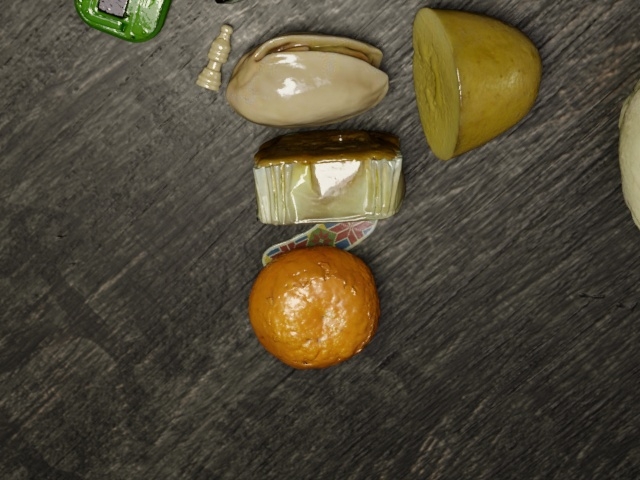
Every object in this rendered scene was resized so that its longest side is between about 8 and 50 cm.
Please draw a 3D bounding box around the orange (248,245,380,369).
[{"bbox_3d":[-0.009,0.094,1.529,0.193,0.161,0.193,-4,115,-9],"label":"orange"}]

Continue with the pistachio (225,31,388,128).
[{"bbox_3d":[-0.020,-0.219,1.441,0.223,0.126,0.152,-11,142,0],"label":"pistachio"}]

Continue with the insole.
[{"bbox_3d":[0.000,0.000,1.576,0.193,0.006,0.065,-25,107,9],"label":"insole"}]

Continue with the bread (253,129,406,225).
[{"bbox_3d":[0.012,-0.093,1.444,0.210,0.192,0.109,-3,107,3],"label":"bread"}]

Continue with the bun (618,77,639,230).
[{"bbox_3d":[0.552,-0.134,1.404,0.365,0.219,0.365,-6,115,-13],"label":"bun"}]

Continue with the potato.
[{"bbox_3d":[0.221,-0.218,1.422,0.158,0.178,0.203,-7,85,-12],"label":"potato"}]

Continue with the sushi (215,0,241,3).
[{"bbox_3d":[-0.005,-0.428,1.326,0.350,0.211,0.170,-23,103,3],"label":"sushi"}]

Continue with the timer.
[{"bbox_3d":[-0.267,-0.346,1.440,0.128,0.047,0.140,21,108,-5],"label":"timer"}]

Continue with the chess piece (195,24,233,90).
[{"bbox_3d":[-0.145,-0.259,1.476,0.035,0.035,0.092,19,105,-5],"label":"chess piece"}]
